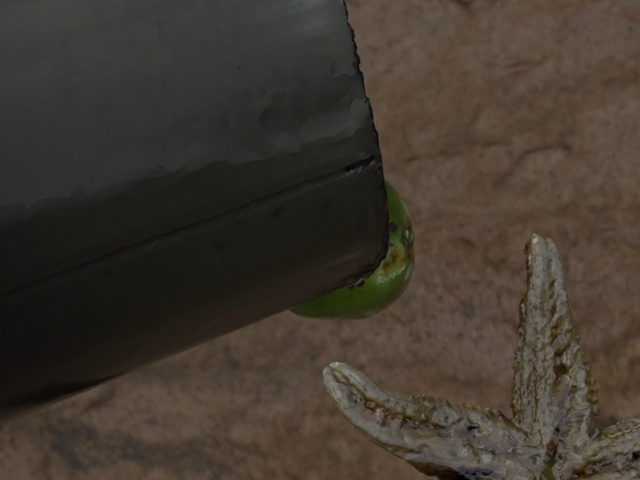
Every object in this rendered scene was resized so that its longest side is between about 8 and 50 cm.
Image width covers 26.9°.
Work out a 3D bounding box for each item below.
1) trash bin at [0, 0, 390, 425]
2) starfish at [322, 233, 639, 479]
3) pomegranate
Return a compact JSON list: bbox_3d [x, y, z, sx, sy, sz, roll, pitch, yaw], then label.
[{"bbox_3d":[-0.143,-0.026,0.494,0.302,0.203,0.252,-20,32,-17],"label":"trash bin"},{"bbox_3d":[0.168,0.167,0.975,0.375,0.094,0.327,-23,62,-14],"label":"starfish"},{"bbox_3d":[0.002,-0.001,1.191,0.169,0.122,0.143,10,83,2],"label":"pomegranate"}]
